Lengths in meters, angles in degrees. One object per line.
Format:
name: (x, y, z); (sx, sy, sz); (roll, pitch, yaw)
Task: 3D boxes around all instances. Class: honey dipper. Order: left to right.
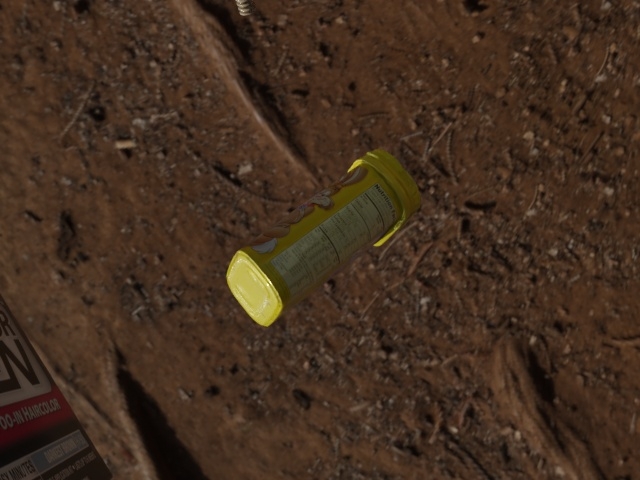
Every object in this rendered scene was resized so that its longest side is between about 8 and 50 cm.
honey dipper: (-0.138, -0.437, 1.360); (0.030, 0.030, 0.161); (3, 131, 26)

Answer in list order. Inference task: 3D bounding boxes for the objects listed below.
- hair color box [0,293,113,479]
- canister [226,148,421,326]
hair color box: (-0.279, 0.021, 0.478); (0.113, 0.185, 0.375); (-33, 86, -3)
canister: (0.000, 0.000, 0.806); (0.073, 0.170, 0.126); (51, 158, 6)
